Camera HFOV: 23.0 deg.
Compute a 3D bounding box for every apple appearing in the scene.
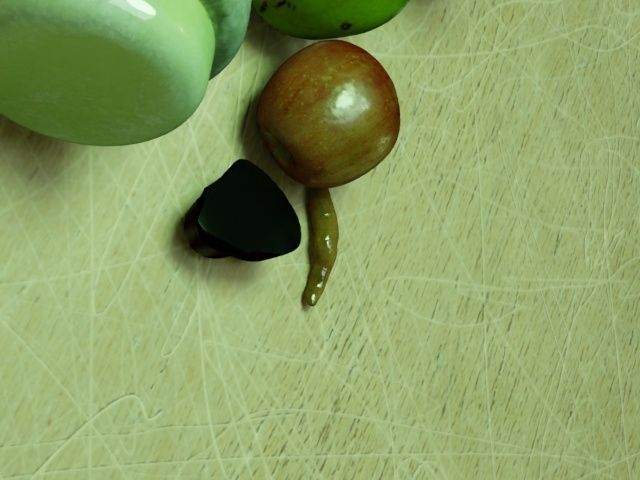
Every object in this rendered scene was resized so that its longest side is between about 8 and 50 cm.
[{"bbox_3d":[0.010,-0.155,1.969,0.168,0.181,0.181,-40,109,-17],"label":"apple"}]

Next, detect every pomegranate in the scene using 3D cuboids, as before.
[{"bbox_3d":[0.056,-0.388,1.992,0.358,0.216,0.310,24,82,-60],"label":"pomegranate"}]

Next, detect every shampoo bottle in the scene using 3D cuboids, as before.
[{"bbox_3d":[-0.230,-0.286,1.657,0.322,0.322,0.317,28,54,-36],"label":"shampoo bottle"}]

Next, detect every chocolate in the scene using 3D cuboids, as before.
[{"bbox_3d":[-0.108,-0.028,1.883,0.148,0.080,0.125,0,68,-37],"label":"chocolate"}]

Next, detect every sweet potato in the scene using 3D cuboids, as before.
[{"bbox_3d":[0.003,-0.001,2.009,0.044,0.044,0.179,15,69,-41],"label":"sweet potato"}]
